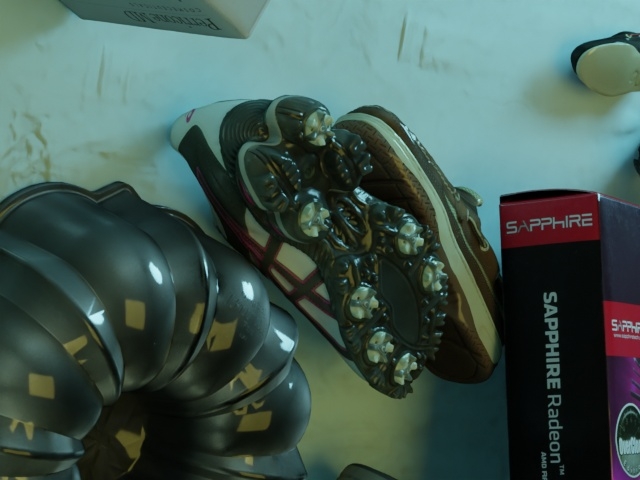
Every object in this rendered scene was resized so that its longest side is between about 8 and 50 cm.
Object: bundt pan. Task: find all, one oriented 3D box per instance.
[{"bbox_3d":[-0.135,0.131,1.061,0.331,0.124,0.330,-11,107,-39],"label":"bundt pan"}]

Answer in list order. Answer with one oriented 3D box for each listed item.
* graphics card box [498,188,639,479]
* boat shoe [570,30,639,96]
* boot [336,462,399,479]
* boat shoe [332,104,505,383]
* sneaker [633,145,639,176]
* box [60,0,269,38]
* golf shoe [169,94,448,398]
[{"bbox_3d":[0.234,0.155,1.316,0.233,0.094,0.370,12,76,-58],"label":"graphics card box"},{"bbox_3d":[0.255,-0.152,1.399,0.133,0.042,0.049,-4,127,-40],"label":"boat shoe"},{"bbox_3d":[0.031,0.384,1.261,0.284,0.138,0.377,-42,129,-27],"label":"boot"},{"bbox_3d":[0.078,-0.010,1.250,0.095,0.095,0.257,-56,137,-35],"label":"boat shoe"},{"bbox_3d":[0.372,-0.097,1.478,0.237,0.085,0.086,-30,99,-34],"label":"sneaker"},{"bbox_3d":[-0.090,-0.230,0.979,0.119,0.181,0.181,38,74,-39],"label":"box"},{"bbox_3d":[0.000,0.000,1.158,0.105,0.120,0.273,-51,131,-25],"label":"golf shoe"}]
